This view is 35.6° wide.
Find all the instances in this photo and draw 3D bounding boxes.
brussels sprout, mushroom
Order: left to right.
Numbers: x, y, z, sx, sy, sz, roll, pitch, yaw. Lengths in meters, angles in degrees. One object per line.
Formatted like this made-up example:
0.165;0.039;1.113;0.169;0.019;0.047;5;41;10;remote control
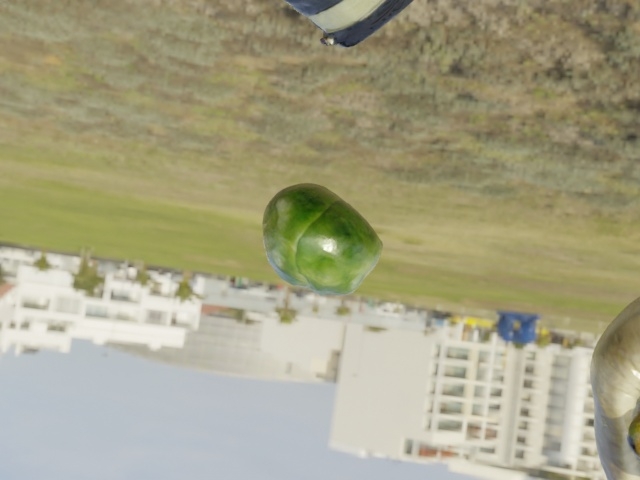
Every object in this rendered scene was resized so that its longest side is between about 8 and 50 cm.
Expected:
-0.004;0.002;1.145;0.155;0.117;0.155;37;164;12;brussels sprout
0.345;0.171;0.861;0.260;0.254;0.234;35;-146;16;mushroom

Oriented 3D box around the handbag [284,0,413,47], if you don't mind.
0.031;-0.318;0.910;0.181;0.254;0.181;32;141;-29;handbag

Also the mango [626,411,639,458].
0.282;0.079;0.651;0.098;0.190;0.075;33;-173;-24;mango
